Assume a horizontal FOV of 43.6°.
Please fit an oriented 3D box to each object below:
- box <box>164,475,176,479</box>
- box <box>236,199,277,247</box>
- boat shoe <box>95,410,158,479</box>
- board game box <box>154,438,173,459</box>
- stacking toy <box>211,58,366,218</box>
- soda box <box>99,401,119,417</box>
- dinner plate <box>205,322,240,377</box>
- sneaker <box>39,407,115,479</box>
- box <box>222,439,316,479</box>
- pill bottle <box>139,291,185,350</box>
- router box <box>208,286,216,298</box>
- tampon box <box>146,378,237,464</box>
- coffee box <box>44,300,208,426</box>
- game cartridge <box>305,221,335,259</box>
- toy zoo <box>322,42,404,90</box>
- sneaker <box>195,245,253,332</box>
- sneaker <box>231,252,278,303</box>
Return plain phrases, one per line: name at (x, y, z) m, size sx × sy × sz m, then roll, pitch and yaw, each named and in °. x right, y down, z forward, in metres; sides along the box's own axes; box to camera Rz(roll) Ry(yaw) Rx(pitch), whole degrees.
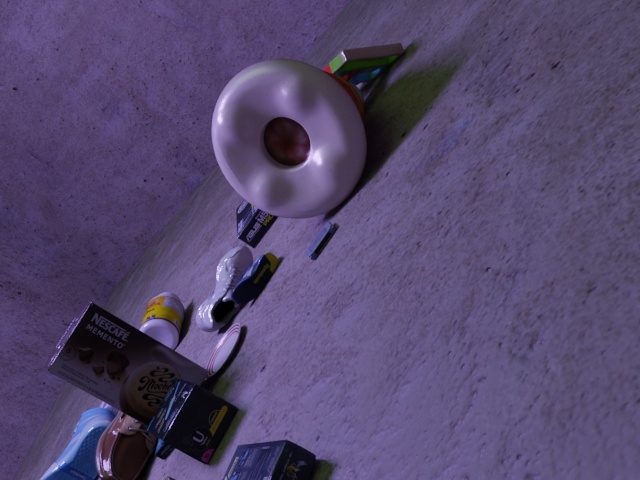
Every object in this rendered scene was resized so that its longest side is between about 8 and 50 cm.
box at (-0.296, 0.515, 1.438) m, size 0.169 × 0.054 × 0.059 m, roll -57°, pitch 16°, yaw -8°
box at (-0.155, -0.118, 2.275) m, size 0.216 × 0.060 × 0.270 m, roll -52°, pitch 16°, yaw 12°
boat shoe at (-0.428, 0.435, 1.868) m, size 0.120 × 0.122 × 0.324 m, roll -45°, pitch 20°, yaw 23°
board game box at (-0.315, 0.387, 1.800) m, size 0.126 × 0.026 × 0.186 m, roll -50°, pitch 17°, yaw 20°
stacking toy at (-0.009, -0.289, 1.868) m, size 0.350 × 0.350 × 0.480 m, roll -46°, pitch 3°, yaw 31°
soda box at (-0.574, 0.465, 2.321) m, size 0.216 × 0.069 × 0.074 m, roll -41°, pitch 21°, yaw 40°
dinner plate at (-0.215, 0.250, 1.800) m, size 0.141 × 0.017 × 0.141 m, roll -50°, pitch 16°, yaw 20°
sneaker at (-0.680, 0.609, 2.255) m, size 0.319 × 0.127 × 0.208 m, roll -46°, pitch 18°, yaw -1°
box at (-0.108, 0.398, 1.116) m, size 0.183 × 0.059 × 0.233 m, roll -29°, pitch 31°, yaw 57°
pill bottle at (-0.466, 0.238, 2.369) m, size 0.117 × 0.117 × 0.215 m, roll -51°, pitch 17°, yaw 17°
router box at (-0.270, 0.173, 2.072) m, size 0.092 × 0.038 × 0.122 m, roll -58°, pitch 16°, yaw -7°
tampon box at (-0.252, 0.348, 1.556) m, size 0.120 × 0.101 × 0.161 m, roll -61°, pitch 18°, yaw -17°
coffee box at (-0.418, 0.275, 1.727) m, size 0.168 × 0.297 × 0.119 m, roll -59°, pitch 17°, yaw -14°
game cartridge at (0.000, 0.000, 1.674) m, size 0.083 × 0.017 × 0.056 m, roll -54°, pitch 19°, yaw 4°
toy zoo at (0.062, -0.420, 2.084) m, size 0.192 × 0.030 × 0.293 m, roll -16°, pitch -9°, yaw -34°
sneaker at (-0.215, 0.122, 1.961) m, size 0.115 × 0.090 × 0.232 m, roll 0°, pitch 66°, yaw 63°
sneaker at (-0.156, 0.090, 1.885) m, size 0.144 × 0.053 × 0.059 m, roll -49°, pitch 16°, yaw -8°
